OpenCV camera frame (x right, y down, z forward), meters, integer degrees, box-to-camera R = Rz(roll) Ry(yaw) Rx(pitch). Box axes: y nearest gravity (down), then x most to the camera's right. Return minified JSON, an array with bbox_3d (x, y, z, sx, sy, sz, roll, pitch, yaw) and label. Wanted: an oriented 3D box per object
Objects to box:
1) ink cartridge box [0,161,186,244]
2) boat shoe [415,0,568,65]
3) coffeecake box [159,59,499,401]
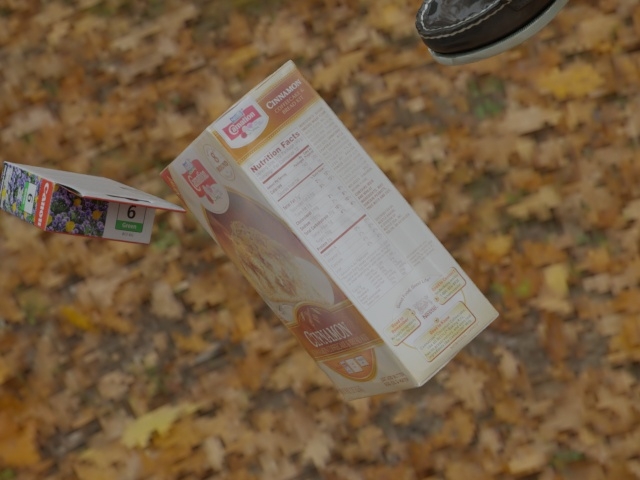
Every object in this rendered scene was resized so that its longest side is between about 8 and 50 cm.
[{"bbox_3d":[-0.124,-0.017,0.914,0.063,0.029,0.115,8,7,-32],"label":"ink cartridge box"},{"bbox_3d":[0.145,-0.197,1.093,0.228,0.069,0.081,-34,49,24],"label":"boat shoe"},{"bbox_3d":[0.000,0.000,1.001,0.068,0.185,0.142,-40,4,-17],"label":"coffeecake box"}]
